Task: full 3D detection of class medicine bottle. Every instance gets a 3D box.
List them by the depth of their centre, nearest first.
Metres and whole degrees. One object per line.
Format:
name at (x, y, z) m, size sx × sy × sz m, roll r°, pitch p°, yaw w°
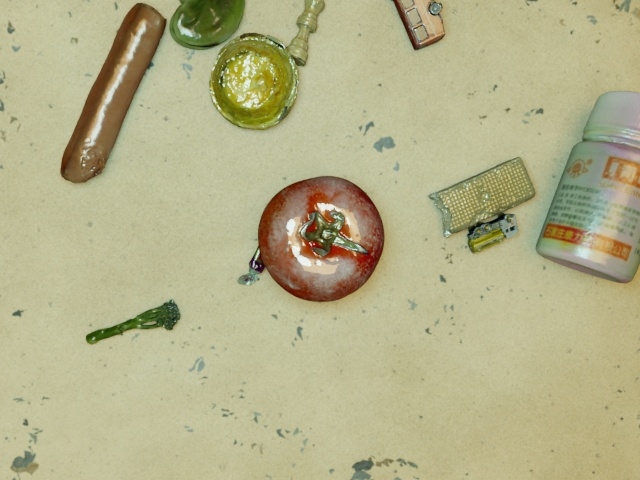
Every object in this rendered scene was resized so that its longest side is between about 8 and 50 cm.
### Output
medicine bottle at (0.651, -0.116, 1.379) m, size 0.219 × 0.219 × 0.388 m, roll 21°, pitch 90°, yaw -5°

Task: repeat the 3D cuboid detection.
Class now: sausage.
sausage at (-0.452, -0.316, 1.345) m, size 0.094 × 0.094 × 0.418 m, roll 24°, pitch 90°, yaw -9°

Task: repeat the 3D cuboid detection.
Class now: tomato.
tomato at (0.000, 0.000, 1.326) m, size 0.270 × 0.227 × 0.270 m, roll 1°, pitch 83°, yaw -9°

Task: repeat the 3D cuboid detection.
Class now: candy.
candy at (-0.132, 0.029, 1.408) m, size 0.045 × 0.043 × 0.175 m, roll 28°, pitch 89°, yaw -15°

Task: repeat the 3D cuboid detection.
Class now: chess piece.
chess piece at (-0.031, -0.485, 1.393) m, size 0.060 × 0.060 × 0.172 m, roll 20°, pitch 88°, yaw -5°

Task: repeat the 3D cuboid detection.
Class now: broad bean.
broad bean at (-0.247, -0.518, 1.364) m, size 0.153 × 0.072 × 0.206 m, roll 35°, pitch 88°, yaw -17°

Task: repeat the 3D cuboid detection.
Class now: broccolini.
broccolini at (-0.420, 0.197, 1.397) m, size 0.216 × 0.058 × 0.067 m, roll -22°, pitch 53°, yaw 3°

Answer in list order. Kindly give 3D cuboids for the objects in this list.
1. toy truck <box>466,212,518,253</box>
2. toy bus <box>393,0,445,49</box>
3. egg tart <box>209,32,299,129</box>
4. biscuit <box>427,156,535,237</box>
toy truck at (0.402, -0.018, 1.446) m, size 0.123 × 0.052 × 0.062 m, roll -23°, pitch 98°, yaw -2°
toy bus at (0.209, -0.557, 1.402) m, size 0.096 × 0.073 × 0.234 m, roll -26°, pitch 95°, yaw 4°
egg tart at (-0.148, -0.346, 1.352) m, size 0.213 × 0.090 × 0.212 m, roll 1°, pitch 103°, yaw 2°
biscuit at (0.377, -0.102, 1.435) m, size 0.239 × 0.062 × 0.108 m, roll -24°, pitch 94°, yaw -3°
